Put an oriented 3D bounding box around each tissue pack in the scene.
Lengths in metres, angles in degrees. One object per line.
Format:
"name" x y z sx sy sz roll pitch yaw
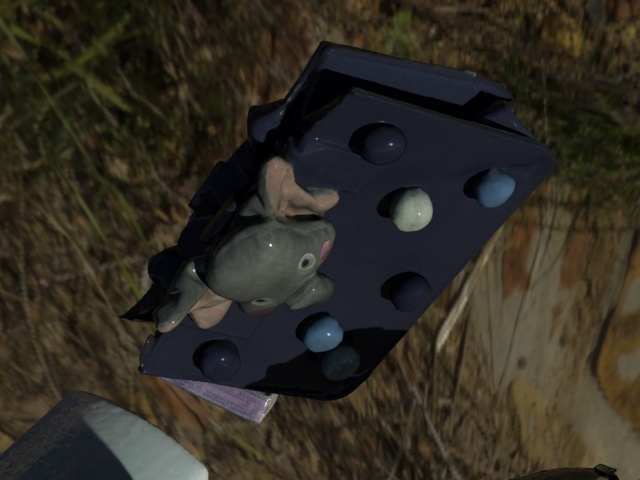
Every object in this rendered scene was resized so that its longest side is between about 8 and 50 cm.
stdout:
"tissue pack" -0.125 0.157 1.654 0.156 0.112 0.051 25 102 5

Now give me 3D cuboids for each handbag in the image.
"handbag" 0.000 0.000 1.096 0.325 0.269 0.118 -53 47 32

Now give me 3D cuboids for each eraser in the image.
"eraser" -0.267 0.286 1.361 0.189 0.104 0.290 24 44 24

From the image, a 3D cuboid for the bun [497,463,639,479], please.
"bun" 0.203 0.282 1.037 0.205 0.281 0.281 -46 75 8
